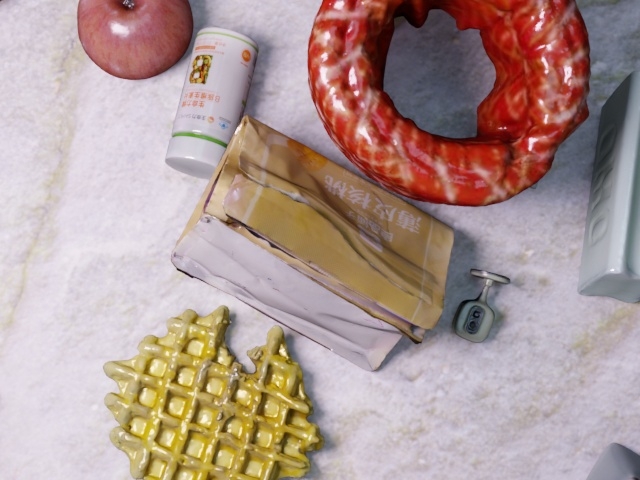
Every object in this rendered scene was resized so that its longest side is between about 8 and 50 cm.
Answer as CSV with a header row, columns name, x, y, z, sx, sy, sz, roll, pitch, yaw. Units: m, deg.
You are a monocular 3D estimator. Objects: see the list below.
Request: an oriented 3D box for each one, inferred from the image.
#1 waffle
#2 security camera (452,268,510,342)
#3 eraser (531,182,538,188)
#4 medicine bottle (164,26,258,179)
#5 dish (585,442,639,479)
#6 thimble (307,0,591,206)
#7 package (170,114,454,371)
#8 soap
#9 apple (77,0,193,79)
name,x,y,z,sx,sy,sz,roll,pitch,yaw
waffle,-0.137,0.213,1.549,0.250,0.056,0.261,-24,82,-8
security camera,0.206,0.086,1.607,0.058,0.058,0.092,16,85,0
eraser,0.245,-0.096,1.664,0.099,0.019,0.027,19,77,1
medicine bottle,-0.140,-0.178,1.622,0.086,0.086,0.183,12,76,-1
dish,0.420,0.368,1.507,0.243,0.080,0.182,32,67,15
thimble,0.154,-0.213,1.535,0.350,0.230,0.350,0,93,-5
package,0.008,0.001,1.516,0.311,0.165,0.221,30,78,-12
soap,0.402,-0.065,1.597,0.087,0.160,0.265,10,77,-1
apple,-0.244,-0.288,1.622,0.153,0.120,0.153,1,77,-3
